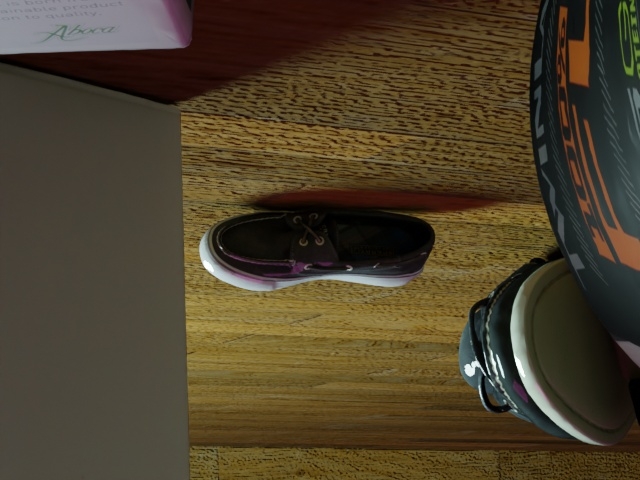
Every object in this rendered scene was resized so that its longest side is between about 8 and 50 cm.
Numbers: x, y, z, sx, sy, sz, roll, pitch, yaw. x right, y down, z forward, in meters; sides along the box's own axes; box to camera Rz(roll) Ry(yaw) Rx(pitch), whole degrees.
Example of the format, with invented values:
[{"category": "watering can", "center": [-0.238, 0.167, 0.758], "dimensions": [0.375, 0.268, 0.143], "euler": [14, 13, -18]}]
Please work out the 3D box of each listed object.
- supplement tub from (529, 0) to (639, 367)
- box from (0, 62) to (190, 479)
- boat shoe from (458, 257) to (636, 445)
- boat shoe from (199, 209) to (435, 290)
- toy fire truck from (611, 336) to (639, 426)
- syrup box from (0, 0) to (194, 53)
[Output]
[{"category": "supplement tub", "center": [0.157, -0.042, 0.424], "dimensions": [0.207, 0.207, 0.338], "euler": [-2, 176, 0]}, {"category": "box", "center": [-0.189, 0.111, 0.872], "dimensions": [0.215, 0.345, 0.168], "euler": [-10, 167, 39]}, {"category": "boat shoe", "center": [0.153, 0.074, 1.332], "dimensions": [0.113, 0.127, 0.340], "euler": [-9, -179, 23]}, {"category": "boat shoe", "center": [0.000, 0.000, 1.147], "dimensions": [0.142, 0.049, 0.040], "euler": [1, 150, -22]}, {"category": "toy fire truck", "center": [0.332, 0.044, 1.226], "dimensions": [0.246, 0.158, 0.217], "euler": [-19, -176, -26]}, {"category": "syrup box", "center": [-0.083, -0.111, 0.376], "dimensions": [0.096, 0.093, 0.237], "euler": [-2, 169, 2]}]
